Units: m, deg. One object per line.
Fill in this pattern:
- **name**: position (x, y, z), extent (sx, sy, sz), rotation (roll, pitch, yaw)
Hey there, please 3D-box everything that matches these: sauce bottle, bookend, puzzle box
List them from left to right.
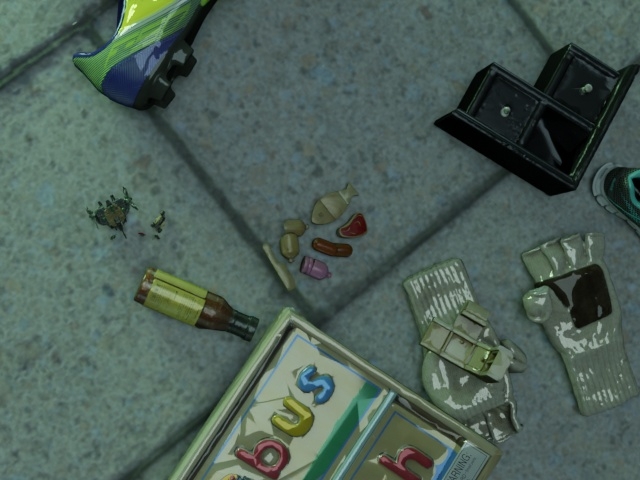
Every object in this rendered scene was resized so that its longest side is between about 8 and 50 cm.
- **sauce bottle**: position (-0.126, 0.069, 1.116), extent (0.128, 0.042, 0.042), rotation (25, 83, -7)
- **puzzle box**: position (-0.037, 0.306, 1.100), extent (0.272, 0.052, 0.409), rotation (33, 87, -6)
- **bookend**: position (0.233, -0.155, 1.176), extent (0.156, 0.072, 0.157), rotation (31, 82, -7)

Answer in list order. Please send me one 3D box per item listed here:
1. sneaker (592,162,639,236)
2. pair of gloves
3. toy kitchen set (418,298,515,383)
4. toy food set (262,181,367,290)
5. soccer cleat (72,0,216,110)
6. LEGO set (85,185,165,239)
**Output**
- **sneaker**: position (0.376, -0.026, 1.194), extent (0.166, 0.076, 0.065), rotation (33, 83, -7)
- **pair of gloves**: position (0.220, 0.107, 1.177), extent (0.240, 0.042, 0.204), rotation (-13, 90, -10)
- **toy kitchen set**: position (0.157, 0.096, 1.115), extent (0.083, 0.075, 0.068), rotation (29, 82, 2)
- **toy food set**: position (0.000, 0.000, 1.155), extent (0.122, 0.019, 0.078), rotation (-32, 93, -18)
- **soccer cleat**: position (-0.147, -0.270, 1.104), extent (0.121, 0.093, 0.289), rotation (29, 82, -1)
- **LEGO set**: position (-0.202, -0.024, 1.120), extent (0.083, 0.023, 0.054), rotation (33, 84, -20)
